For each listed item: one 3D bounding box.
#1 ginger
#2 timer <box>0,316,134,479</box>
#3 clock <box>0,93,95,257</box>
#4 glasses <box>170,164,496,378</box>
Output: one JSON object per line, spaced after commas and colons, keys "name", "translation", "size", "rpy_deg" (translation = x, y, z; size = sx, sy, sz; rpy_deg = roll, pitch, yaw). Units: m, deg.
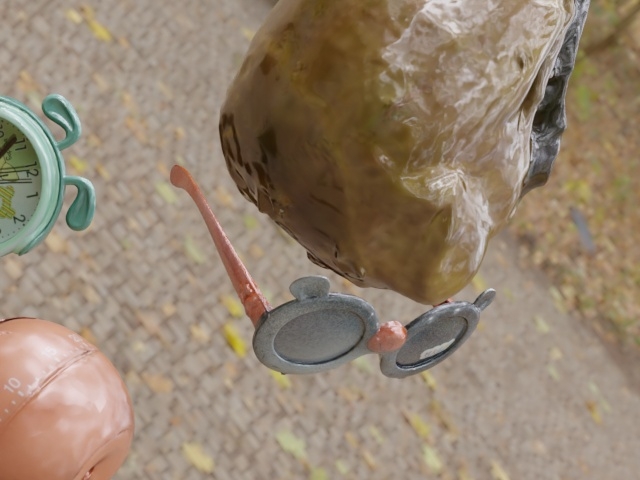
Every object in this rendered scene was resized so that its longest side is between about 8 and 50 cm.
{"name": "ginger", "translation": [0.047, -0.100, 1.039], "size": [0.200, 0.269, 0.223], "rpy_deg": [25, 39, 27]}
{"name": "timer", "translation": [-0.337, 0.207, 1.764], "size": [0.215, 0.229, 0.230], "rpy_deg": [38, 14, 16]}
{"name": "clock", "translation": [-0.286, -0.051, 1.317], "size": [0.060, 0.189, 0.148], "rpy_deg": [-26, 107, -80]}
{"name": "glasses", "translation": [0.000, 0.000, 1.342], "size": [0.234, 0.118, 0.268], "rpy_deg": [3, 41, -39]}
